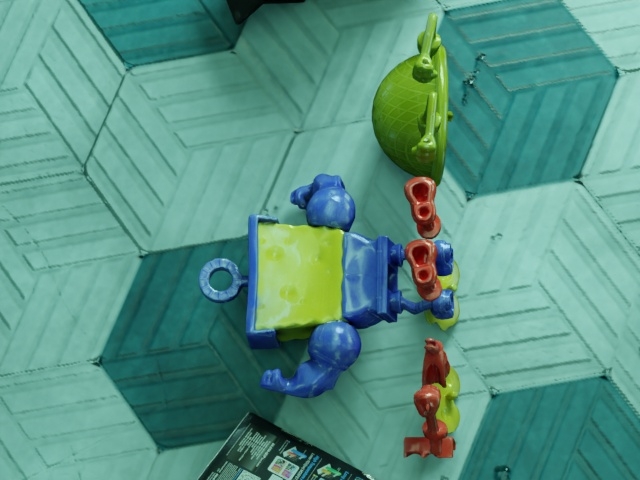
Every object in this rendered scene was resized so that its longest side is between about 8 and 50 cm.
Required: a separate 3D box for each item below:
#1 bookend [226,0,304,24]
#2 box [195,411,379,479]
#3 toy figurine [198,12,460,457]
[{"bbox_3d":[0.013,-0.263,1.581,0.157,0.156,0.072,-34,73,43],"label":"bookend"},{"bbox_3d":[-0.035,0.254,1.433,0.175,0.051,0.220,27,40,10],"label":"box"},{"bbox_3d":[0.000,0.000,1.486,0.217,0.191,0.362,-2,77,10],"label":"toy figurine"}]
